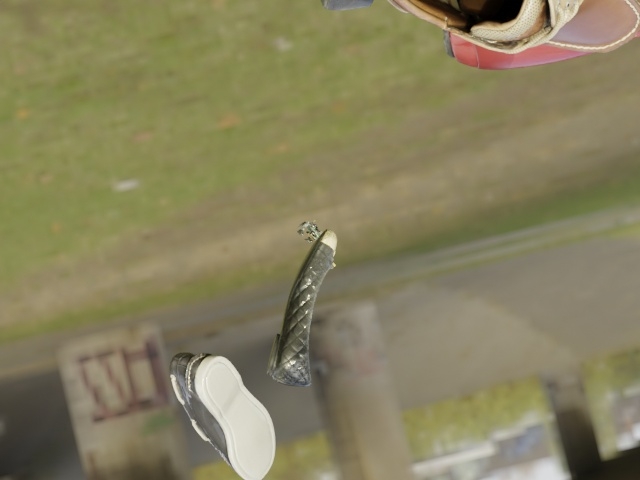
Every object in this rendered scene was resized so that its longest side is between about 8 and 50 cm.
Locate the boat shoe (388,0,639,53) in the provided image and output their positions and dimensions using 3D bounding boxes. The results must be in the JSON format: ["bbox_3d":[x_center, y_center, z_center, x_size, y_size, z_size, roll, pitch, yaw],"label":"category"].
[{"bbox_3d":[0.137,-0.194,1.526,0.324,0.116,0.123,14,136,-40],"label":"boat shoe"}]

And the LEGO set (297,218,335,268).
[{"bbox_3d":[-0.001,-0.001,2.348,0.023,0.054,0.083,-45,160,-10],"label":"LEGO set"}]

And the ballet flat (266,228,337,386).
[{"bbox_3d":[-0.012,0.071,2.082,0.049,0.173,0.057,18,166,-4],"label":"ballet flat"}]

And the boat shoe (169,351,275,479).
[{"bbox_3d":[-0.069,0.124,1.400,0.038,0.125,0.046,13,-122,36],"label":"boat shoe"}]

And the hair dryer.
[{"bbox_3d":[0.159,-0.208,1.702,0.294,0.080,0.223,8,166,-22],"label":"hair dryer"}]
